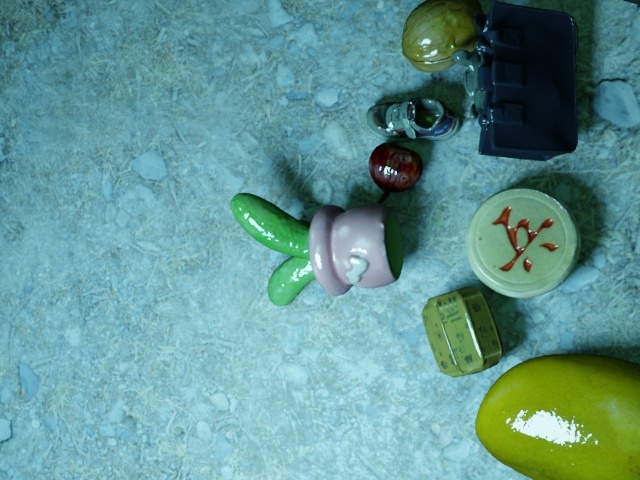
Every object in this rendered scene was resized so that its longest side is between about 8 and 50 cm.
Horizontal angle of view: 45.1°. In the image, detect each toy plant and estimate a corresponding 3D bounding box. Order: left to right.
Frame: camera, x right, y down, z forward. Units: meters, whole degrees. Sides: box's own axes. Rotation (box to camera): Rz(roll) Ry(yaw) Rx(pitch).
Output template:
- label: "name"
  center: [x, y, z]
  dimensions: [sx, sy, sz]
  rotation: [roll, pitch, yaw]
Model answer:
- label: "toy plant"
  center: [0.004, 0.002, 1.777]
  dimensions: [0.356, 0.211, 0.317]
  rotation: [-2, 126, 27]

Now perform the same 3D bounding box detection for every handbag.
- label: "handbag"
  center: [0.429, -0.343, 1.692]
  dimensions: [0.269, 0.118, 0.326]
  rotation: [3, 83, -23]

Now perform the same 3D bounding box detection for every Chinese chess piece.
- label: "Chinese chess piece"
  center: [0.449, 0.004, 1.715]
  dimensions: [0.249, 0.103, 0.250]
  rotation: [-2, 83, 15]

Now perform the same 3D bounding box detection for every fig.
- label: "fig"
  center: [0.162, -0.166, 1.807]
  dimensions: [0.150, 0.128, 0.128]
  rotation: [-35, 77, 17]

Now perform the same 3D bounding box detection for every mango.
- label: "mango"
  center: [0.544, 0.386, 1.593]
  dimensions: [0.445, 0.232, 0.300]
  rotation: [1, 89, 28]

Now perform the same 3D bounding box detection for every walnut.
- label: "walnut"
  center: [0.280, -0.480, 1.771]
  dimensions: [0.207, 0.167, 0.167]
  rotation: [-33, 77, 6]

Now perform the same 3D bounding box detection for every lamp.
- label: "lamp"
  center: [0.316, 0.203, 1.712]
  dimensions: [0.161, 0.161, 0.185]
  rotation: [-18, 81, 14]

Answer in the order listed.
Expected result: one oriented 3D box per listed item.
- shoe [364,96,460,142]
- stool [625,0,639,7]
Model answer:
- label: "shoe"
  center: [0.209, -0.284, 1.799]
  dimensions: [0.227, 0.125, 0.099]
  rotation: [3, 89, 15]
- label: "stool"
  center: [0.707, -0.608, 1.682]
  dimensions: [0.121, 0.125, 0.217]
  rotation: [27, 84, 19]
